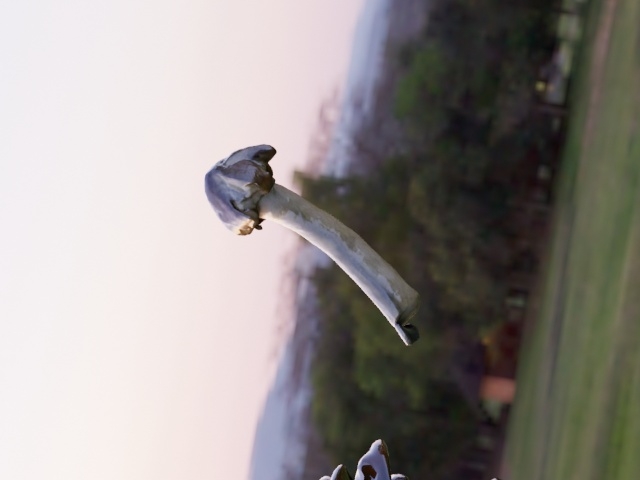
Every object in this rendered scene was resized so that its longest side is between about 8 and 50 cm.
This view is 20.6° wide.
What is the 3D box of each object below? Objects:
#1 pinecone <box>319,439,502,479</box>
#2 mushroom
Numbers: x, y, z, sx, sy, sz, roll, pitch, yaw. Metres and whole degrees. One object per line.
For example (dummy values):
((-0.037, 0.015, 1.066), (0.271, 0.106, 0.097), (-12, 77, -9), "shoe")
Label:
((0.069, 0.345, 1.189), (0.398, 0.397, 0.398), (10, -90, -89), "pinecone")
((0.000, 0.000, 1.202), (0.060, 0.187, 0.061), (-49, -13, -22), "mushroom")
